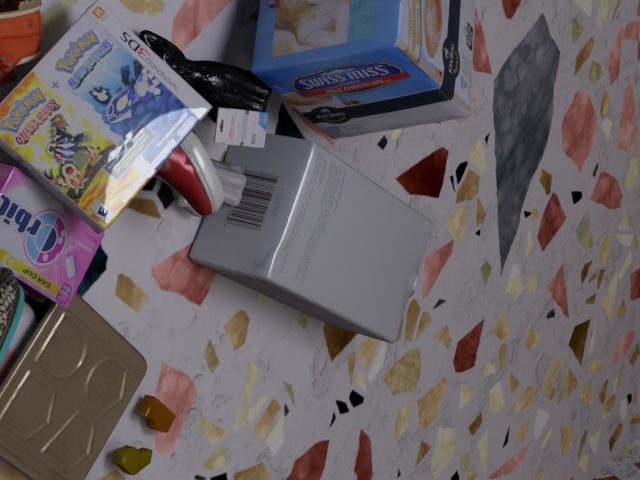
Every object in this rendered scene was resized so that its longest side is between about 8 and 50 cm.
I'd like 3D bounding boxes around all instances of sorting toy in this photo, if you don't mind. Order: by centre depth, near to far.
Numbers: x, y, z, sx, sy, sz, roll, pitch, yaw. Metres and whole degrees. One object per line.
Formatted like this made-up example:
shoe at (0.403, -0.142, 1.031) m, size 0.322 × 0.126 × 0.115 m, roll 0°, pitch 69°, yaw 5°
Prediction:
sorting toy at (-0.312, 0.224, 1.672) m, size 0.307 × 0.041 × 0.229 m, roll 54°, pitch 53°, yaw -47°

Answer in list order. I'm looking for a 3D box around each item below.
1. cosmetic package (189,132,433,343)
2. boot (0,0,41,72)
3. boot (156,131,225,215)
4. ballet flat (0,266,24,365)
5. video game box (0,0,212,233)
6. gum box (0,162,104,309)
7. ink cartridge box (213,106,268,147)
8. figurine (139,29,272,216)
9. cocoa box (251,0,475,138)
cosmetic package at (0.000, 0.000, 1.931) m, size 0.385 × 0.156 × 0.217 m, roll 33°, pitch 74°, yaw -54°
boot at (-0.372, -0.223, 1.428) m, size 0.158 × 0.059 × 0.085 m, roll -30°, pitch 128°, yaw -48°
boot at (-0.243, -0.095, 1.559) m, size 0.176 × 0.088 × 0.244 m, roll -43°, pitch 106°, yaw -21°
ballet flat at (-0.478, 0.233, 1.358) m, size 0.182 × 0.164 × 0.483 m, roll 25°, pitch 81°, yaw -34°
video game box at (-0.259, -0.145, 1.487) m, size 0.187 × 0.048 × 0.205 m, roll 42°, pitch 72°, yaw -12°
gum box at (-0.349, -0.003, 1.521) m, size 0.188 × 0.062 × 0.107 m, roll 43°, pitch 66°, yaw -51°
ink cartridge box at (-0.112, -0.150, 1.687) m, size 0.083 × 0.028 × 0.048 m, roll 2°, pitch 98°, yaw -43°
figurine at (-0.187, -0.152, 1.693) m, size 0.209 × 0.092 × 0.215 m, roll 18°, pitch 87°, yaw -47°
cocoa box at (0.070, -0.354, 1.776) m, size 0.228 × 0.231 × 0.347 m, roll 34°, pitch 57°, yaw -53°
